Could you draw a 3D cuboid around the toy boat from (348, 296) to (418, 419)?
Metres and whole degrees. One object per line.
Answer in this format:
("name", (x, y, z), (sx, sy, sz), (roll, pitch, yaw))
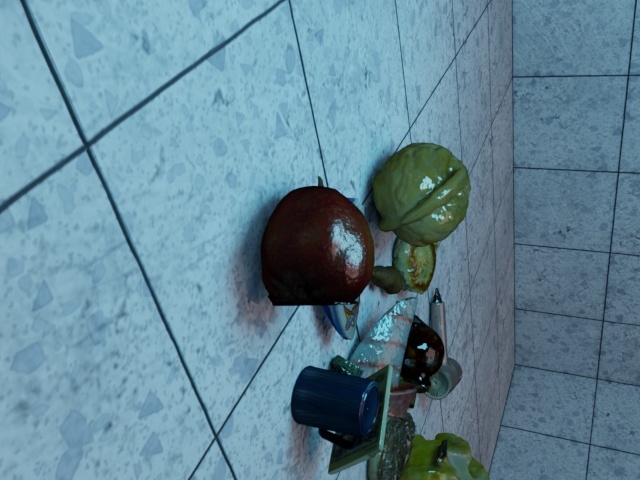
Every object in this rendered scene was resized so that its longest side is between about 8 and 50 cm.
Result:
("toy boat", (0.156, 0.258, 1.445), (0.206, 0.096, 0.282), (19, 85, -27))

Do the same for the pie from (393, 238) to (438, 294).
("pie", (0.263, 0.045, 1.692), (0.205, 0.084, 0.178), (-42, 132, -51))

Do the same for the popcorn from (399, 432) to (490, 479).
("popcorn", (0.364, 0.742, 1.897), (0.297, 0.281, 0.315), (10, 61, -26))

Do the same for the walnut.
("walnut", (0.227, -0.102, 1.442), (0.224, 0.257, 0.257), (53, 38, -10))

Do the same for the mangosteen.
("mangosteen", (0.232, 0.295, 1.576), (0.172, 0.172, 0.184), (35, 42, -62))

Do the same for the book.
("book", (0.081, 0.364, 1.275), (0.013, 0.168, 0.192), (33, 43, -18))

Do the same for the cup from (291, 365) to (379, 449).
("cup", (0.036, 0.318, 1.208), (0.113, 0.138, 0.150), (-65, 149, -34))

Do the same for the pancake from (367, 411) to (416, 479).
("pancake", (0.195, 0.577, 1.712), (0.282, 0.049, 0.282), (-23, 116, -61))

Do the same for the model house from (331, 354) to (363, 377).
("model house", (0.044, 0.295, 1.329), (0.083, 0.066, 0.079), (-57, 159, -13))

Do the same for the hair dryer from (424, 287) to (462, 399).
("hair dryer", (0.391, 0.323, 2.032), (0.189, 0.107, 0.344), (-4, 94, -65))

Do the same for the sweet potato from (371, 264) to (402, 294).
("sweet potato", (0.160, 0.089, 1.523), (0.218, 0.051, 0.065), (34, 67, -62))

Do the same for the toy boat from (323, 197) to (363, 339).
("toy boat", (0.048, 0.067, 1.233), (0.129, 0.088, 0.295), (-39, 130, -56))

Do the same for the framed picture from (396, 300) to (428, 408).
("framed picture", (0.246, 0.340, 1.806), (0.347, 0.016, 0.265), (42, 59, -60))

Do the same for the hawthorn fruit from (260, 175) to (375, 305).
("hawthorn fruit", (0.000, 0.000, 1.021), (0.189, 0.190, 0.251), (58, 37, -53))
